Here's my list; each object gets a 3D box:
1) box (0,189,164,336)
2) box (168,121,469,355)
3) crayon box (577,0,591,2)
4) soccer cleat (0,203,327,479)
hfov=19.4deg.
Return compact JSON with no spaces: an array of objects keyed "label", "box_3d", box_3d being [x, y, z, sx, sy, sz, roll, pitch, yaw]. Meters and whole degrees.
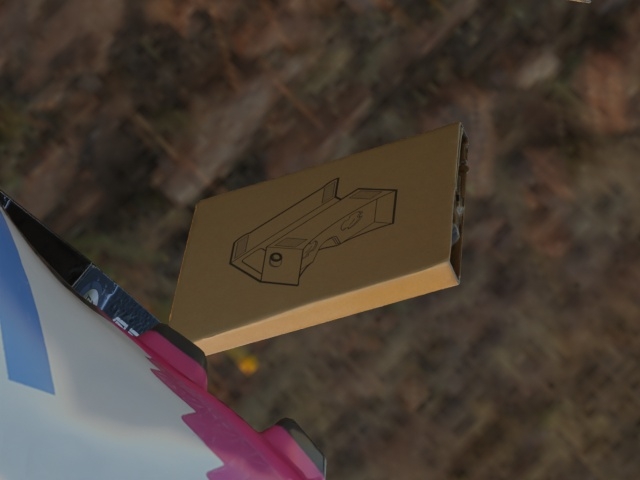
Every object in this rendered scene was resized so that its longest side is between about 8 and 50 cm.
[{"label":"box","box_3d":[-0.217,0.046,1.550,0.077,0.147,0.180,-51,147,-6]},{"label":"box","box_3d":[0.000,0.000,1.241,0.201,0.164,0.021,-16,123,18]},{"label":"crayon box","box_3d":[0.069,-0.284,1.571,0.318,0.202,0.081,9,103,-44]},{"label":"soccer cleat","box_3d":[-0.115,0.055,0.546,0.143,0.331,0.116,-43,-175,-34]}]
